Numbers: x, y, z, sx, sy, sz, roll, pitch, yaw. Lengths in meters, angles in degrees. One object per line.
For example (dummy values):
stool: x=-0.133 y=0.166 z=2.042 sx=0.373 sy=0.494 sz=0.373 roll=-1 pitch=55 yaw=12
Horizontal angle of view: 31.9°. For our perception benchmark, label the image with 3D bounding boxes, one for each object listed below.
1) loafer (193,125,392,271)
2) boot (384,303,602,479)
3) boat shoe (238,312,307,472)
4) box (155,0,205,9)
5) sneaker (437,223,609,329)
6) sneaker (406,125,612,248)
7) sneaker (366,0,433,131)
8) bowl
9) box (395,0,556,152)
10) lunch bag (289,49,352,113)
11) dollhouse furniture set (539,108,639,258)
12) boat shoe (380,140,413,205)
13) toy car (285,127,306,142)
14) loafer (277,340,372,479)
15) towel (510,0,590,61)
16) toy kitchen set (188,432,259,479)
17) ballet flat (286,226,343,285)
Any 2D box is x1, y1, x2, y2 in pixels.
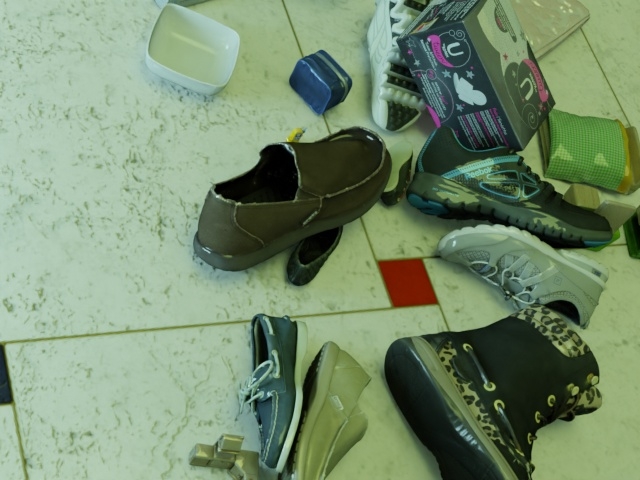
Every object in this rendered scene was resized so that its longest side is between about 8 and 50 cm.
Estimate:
loafer: x=-0.025 y=-0.083 z=1.630 sx=0.134 sy=0.130 sz=0.366 roll=33 pitch=48 yaw=28
boot: x=0.290 y=0.266 z=1.578 sx=0.284 sy=0.138 sz=0.377 roll=-17 pitch=61 yaw=-34
boat shoe: x=-0.065 y=0.190 z=1.460 sx=0.079 sy=0.095 sz=0.254 roll=17 pitch=42 yaw=-12
box: x=-0.251 y=-0.477 z=1.883 sx=0.145 sy=0.038 sz=0.186 roll=-24 pitch=72 yaw=-36
sneaker: x=0.316 y=0.056 z=1.751 sx=0.281 sy=0.105 sz=0.115 roll=17 pitch=70 yaw=-5
sneaker: x=0.315 y=-0.079 z=1.785 sx=0.340 sy=0.125 sz=0.140 roll=18 pitch=80 yaw=-7
sneaker: x=0.130 y=-0.317 z=1.923 sx=0.110 sy=0.118 sz=0.292 roll=21 pitch=69 yaw=-32
bowl: x=-0.205 y=-0.293 z=1.768 sx=0.142 sy=0.053 sz=0.142 roll=21 pitch=50 yaw=-12
box: x=0.265 y=-0.280 z=1.863 sx=0.163 sy=0.142 sz=0.247 roll=-50 pitch=121 yaw=-40
lunch bag: x=0.001 y=-0.265 z=1.841 sx=0.065 sy=0.067 sz=0.098 roll=-30 pitch=73 yaw=-38
dollhouse furniture set: x=0.511 y=-0.140 z=1.951 sx=0.197 sy=0.151 sz=0.302 roll=12 pitch=53 yaw=-19
boat shoe: x=0.122 y=-0.110 z=1.812 sx=0.049 sy=0.042 sz=0.133 roll=-2 pitch=42 yaw=24
toy car: x=0.010 y=-0.145 z=1.779 sx=0.122 sy=0.040 sz=0.060 roll=7 pitch=55 yaw=-22
loafer: x=0.012 y=0.251 z=1.466 sx=0.092 sy=0.102 sz=0.268 roll=20 pitch=50 yaw=-5
towel: x=0.332 y=-0.485 z=2.169 sx=0.332 sy=0.053 sz=0.317 roll=45 pitch=50 yaw=7
toy kitchen set: x=-0.116 y=0.290 z=1.397 sx=0.083 sy=0.068 sz=0.075 roll=12 pitch=53 yaw=-18
ballet flat: x=0.000 y=0.000 z=1.667 sx=0.057 sy=0.049 sz=0.173 roll=31 pitch=50 yaw=-5
